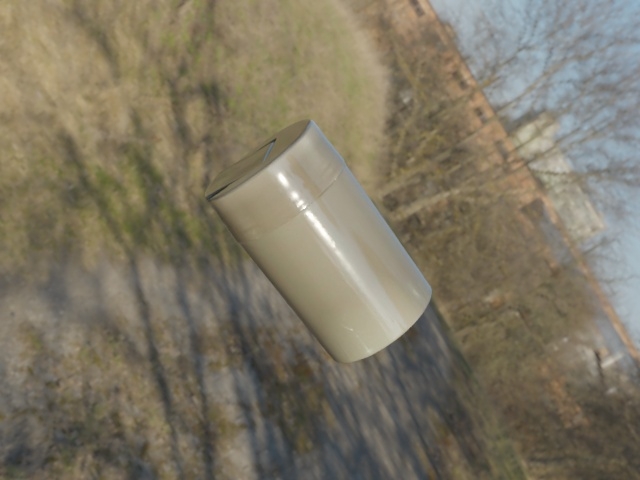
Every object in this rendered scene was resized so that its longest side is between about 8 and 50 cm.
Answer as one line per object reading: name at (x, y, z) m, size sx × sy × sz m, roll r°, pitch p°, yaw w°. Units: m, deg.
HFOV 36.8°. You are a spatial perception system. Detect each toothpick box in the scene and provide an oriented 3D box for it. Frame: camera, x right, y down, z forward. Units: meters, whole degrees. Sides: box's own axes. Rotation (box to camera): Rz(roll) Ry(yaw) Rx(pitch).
toothpick box at (0.000, 0.000, 0.800) m, size 0.181 × 0.111 × 0.111 m, roll 53°, pitch 10°, yaw -16°
